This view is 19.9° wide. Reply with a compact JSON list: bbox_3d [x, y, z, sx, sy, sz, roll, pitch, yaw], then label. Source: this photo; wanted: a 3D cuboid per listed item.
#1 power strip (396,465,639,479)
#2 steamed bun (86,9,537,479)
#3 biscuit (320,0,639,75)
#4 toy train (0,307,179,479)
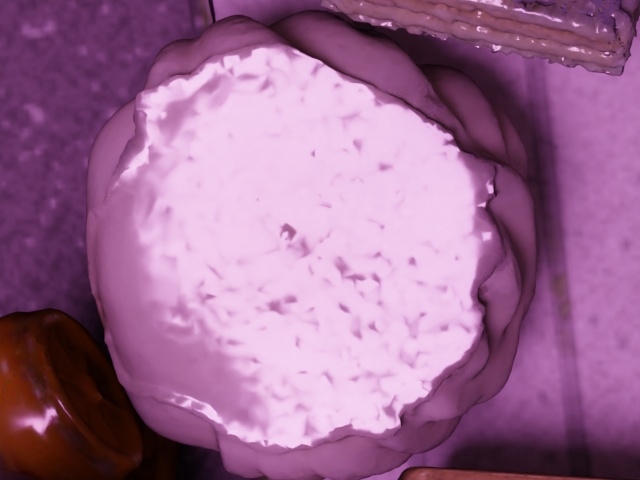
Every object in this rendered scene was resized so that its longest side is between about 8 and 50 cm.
[{"bbox_3d":[0.165,0.108,0.671,0.305,0.064,0.044,4,83,4],"label":"power strip"},{"bbox_3d":[0.000,0.000,0.695,0.183,0.106,0.183,2,101,8],"label":"steamed bun"},{"bbox_3d":[0.006,-0.149,0.668,0.250,0.046,0.147,15,67,9],"label":"biscuit"},{"bbox_3d":[-0.111,0.183,0.628,0.163,0.369,0.231,-30,110,10],"label":"toy train"}]
